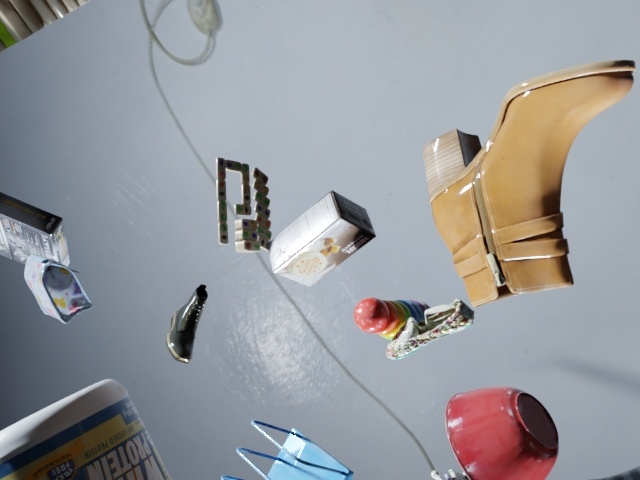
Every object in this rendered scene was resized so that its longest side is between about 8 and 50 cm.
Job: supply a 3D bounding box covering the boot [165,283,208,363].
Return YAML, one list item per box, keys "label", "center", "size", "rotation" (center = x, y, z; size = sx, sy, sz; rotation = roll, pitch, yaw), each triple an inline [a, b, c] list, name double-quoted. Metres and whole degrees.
- label: "boot"
  center: [-0.350, 0.219, 1.681]
  size: [0.077, 0.198, 0.137]
  rotation: [25, 115, -30]

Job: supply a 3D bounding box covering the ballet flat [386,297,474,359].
- label: "ballet flat"
  center: [0.258, 0.209, 1.534]
  size: [0.241, 0.091, 0.077]
  rotation: [-27, 110, 8]

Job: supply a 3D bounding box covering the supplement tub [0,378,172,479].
- label: "supplement tub"
  center: [-0.195, 0.237, 0.533]
  size: [0.144, 0.144, 0.200]
  rotation: [-29, 86, 7]

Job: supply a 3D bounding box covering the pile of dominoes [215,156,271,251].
- label: "pile of dominoes"
  center: [-0.195, -0.093, 1.706]
  size: [0.040, 0.196, 0.251]
  rotation: [-8, 82, 40]

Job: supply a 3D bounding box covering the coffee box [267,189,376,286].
- label: "coffee box"
  center: [0.000, 0.000, 1.609]
  size: [0.246, 0.141, 0.098]
  rotation: [-38, 48, 27]

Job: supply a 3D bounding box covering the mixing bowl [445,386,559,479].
- label: "mixing bowl"
  center: [0.284, 0.287, 0.925]
  size: [0.181, 0.181, 0.098]
  rotation: [47, 122, 1]

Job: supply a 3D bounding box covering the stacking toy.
- label: "stacking toy"
  center: [0.192, 0.206, 1.667]
  size: [0.141, 0.330, 0.141]
  rotation: [-9, 73, 29]

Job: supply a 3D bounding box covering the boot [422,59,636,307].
- label: "boot"
  center: [0.173, -0.037, 0.492]
  size: [0.197, 0.073, 0.152]
  rotation: [-30, 69, 50]

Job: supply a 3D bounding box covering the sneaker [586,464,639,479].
- label: "sneaker"
  center: [0.411, 0.326, 0.786]
  size: [0.097, 0.234, 0.084]
  rotation: [-35, 95, -37]

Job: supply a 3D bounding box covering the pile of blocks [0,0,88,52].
- label: "pile of blocks"
  center: [-0.473, -0.399, 1.005]
  size: [0.362, 0.149, 0.112]
  rotation: [-26, 119, 6]

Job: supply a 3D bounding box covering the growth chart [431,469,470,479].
- label: "growth chart"
  center: [0.331, 0.502, 1.234]
  size: [0.237, 0.172, 0.021]
  rotation: [17, 97, -29]

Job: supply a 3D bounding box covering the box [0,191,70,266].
- label: "box"
  center: [-0.722, -0.012, 1.543]
  size: [0.183, 0.231, 0.056]
  rotation: [23, 56, -2]

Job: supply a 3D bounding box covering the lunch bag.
- label: "lunch bag"
  center: [-0.339, 0.056, 0.801]
  size: [0.071, 0.053, 0.083]
  rotation: [6, 125, 47]

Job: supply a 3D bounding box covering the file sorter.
- label: "file sorter"
  center: [-0.065, 0.328, 0.780]
  size: [0.118, 0.104, 0.170]
  rotation: [21, 80, 47]
